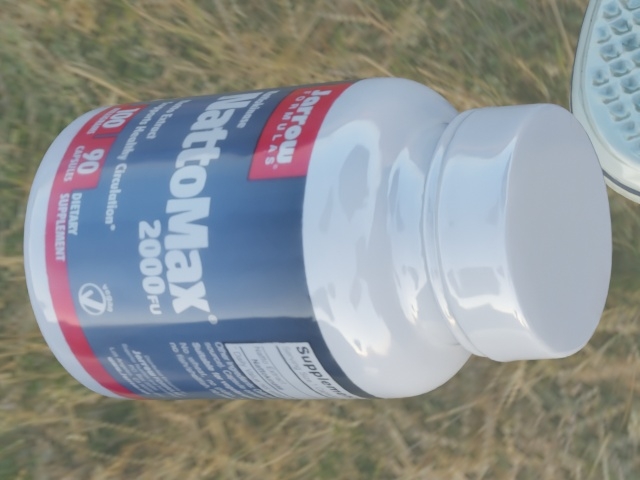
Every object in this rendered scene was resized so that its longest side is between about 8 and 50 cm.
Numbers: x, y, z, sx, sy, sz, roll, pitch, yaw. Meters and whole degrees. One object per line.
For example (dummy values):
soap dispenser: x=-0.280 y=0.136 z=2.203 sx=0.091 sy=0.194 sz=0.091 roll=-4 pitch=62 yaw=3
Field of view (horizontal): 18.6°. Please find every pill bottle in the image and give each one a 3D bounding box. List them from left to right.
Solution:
pill bottle: x=0.000 y=0.000 z=0.660 sx=0.180 sy=0.108 sz=0.108 roll=-4 pitch=88 yaw=32

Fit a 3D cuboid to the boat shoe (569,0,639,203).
boat shoe: x=0.292 y=-0.159 z=1.144 sx=0.186 sy=0.500 sz=0.156 roll=20 pitch=137 yaw=19
